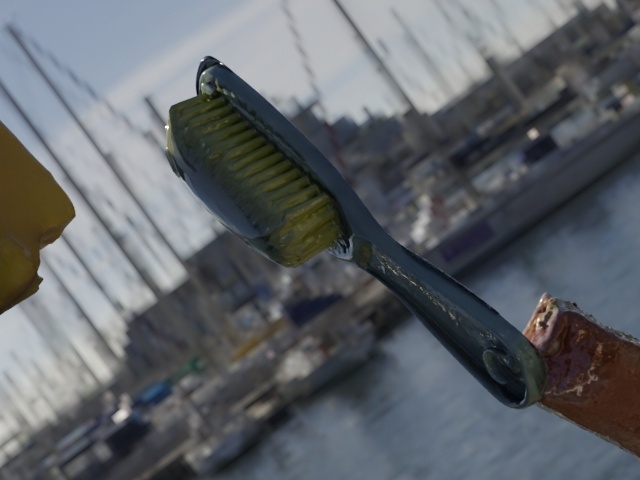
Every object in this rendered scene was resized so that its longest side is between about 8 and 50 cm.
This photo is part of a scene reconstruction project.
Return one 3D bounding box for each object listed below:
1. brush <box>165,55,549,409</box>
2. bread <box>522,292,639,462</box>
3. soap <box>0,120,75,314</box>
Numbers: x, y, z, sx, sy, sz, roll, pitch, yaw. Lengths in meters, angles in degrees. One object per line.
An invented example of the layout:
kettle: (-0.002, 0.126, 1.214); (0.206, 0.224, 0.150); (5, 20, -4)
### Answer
brush: (0.000, 0.000, 0.965); (0.060, 0.297, 0.068); (-30, -40, -24)
bread: (0.296, 0.148, 1.998); (0.190, 0.244, 0.123); (35, 98, 50)
soap: (-0.351, 0.004, 1.402); (0.324, 0.204, 0.096); (-32, 14, 38)
